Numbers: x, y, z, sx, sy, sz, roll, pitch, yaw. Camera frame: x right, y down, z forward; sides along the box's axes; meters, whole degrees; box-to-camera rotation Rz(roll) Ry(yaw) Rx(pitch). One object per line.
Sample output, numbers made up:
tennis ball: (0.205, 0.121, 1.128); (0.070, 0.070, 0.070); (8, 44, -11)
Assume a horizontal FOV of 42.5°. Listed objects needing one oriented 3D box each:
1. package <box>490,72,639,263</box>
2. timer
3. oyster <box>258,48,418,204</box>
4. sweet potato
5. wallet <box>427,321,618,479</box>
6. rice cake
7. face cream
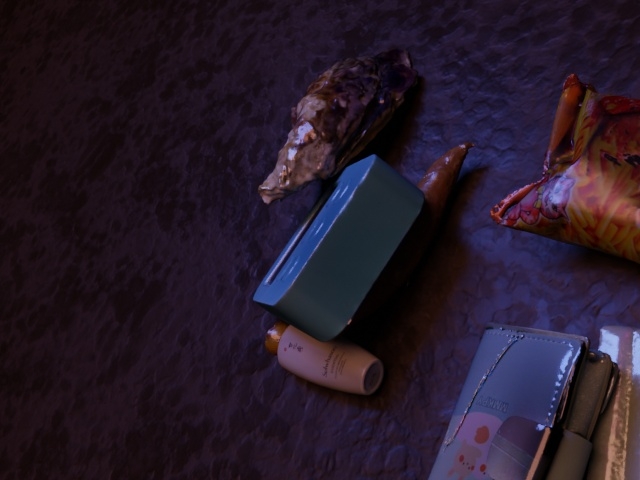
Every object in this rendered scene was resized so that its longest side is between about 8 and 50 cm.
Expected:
package: (0.355, -0.068, 0.886); (0.288, 0.108, 0.223); (23, 75, 37)
timer: (0.000, 0.000, 1.087); (0.231, 0.091, 0.250); (-57, 20, -9)
oyster: (0.016, -0.188, 1.219); (0.275, 0.100, 0.271); (-37, 24, 15)
sweet potato: (0.110, 0.004, 1.070); (0.314, 0.072, 0.066); (-52, 3, -3)
wallet: (0.192, 0.213, 0.847); (0.176, 0.075, 0.250); (2, 65, 61)
rice cake: (0.344, 0.181, 0.786); (0.189, 0.037, 0.198); (4, 67, 41)
face cream: (0.002, 0.151, 1.073); (0.182, 0.051, 0.072); (16, 84, 44)
